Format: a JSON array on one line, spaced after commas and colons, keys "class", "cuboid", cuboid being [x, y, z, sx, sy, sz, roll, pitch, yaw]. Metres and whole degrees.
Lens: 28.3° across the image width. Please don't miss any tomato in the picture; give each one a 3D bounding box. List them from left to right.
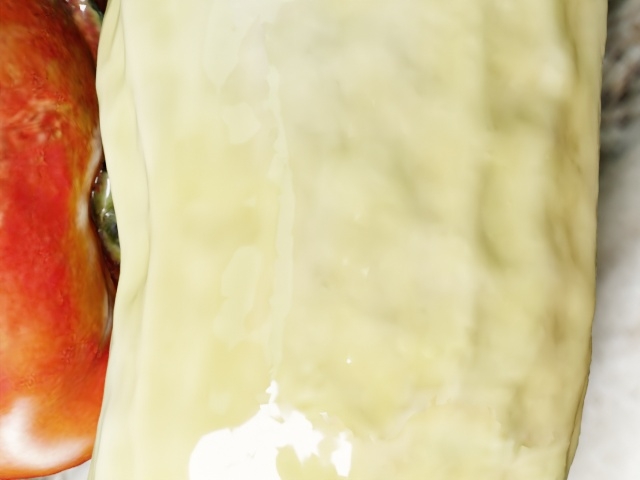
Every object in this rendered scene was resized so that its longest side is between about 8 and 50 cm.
[{"class": "tomato", "cuboid": [-0.102, -0.023, 0.496, 0.101, 0.228, 0.227, -7, 69, 7]}]

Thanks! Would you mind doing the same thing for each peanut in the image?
[{"class": "peanut", "cuboid": [0.003, -0.001, 0.400, 0.174, 0.158, 0.339, -10, 71, 38]}]
